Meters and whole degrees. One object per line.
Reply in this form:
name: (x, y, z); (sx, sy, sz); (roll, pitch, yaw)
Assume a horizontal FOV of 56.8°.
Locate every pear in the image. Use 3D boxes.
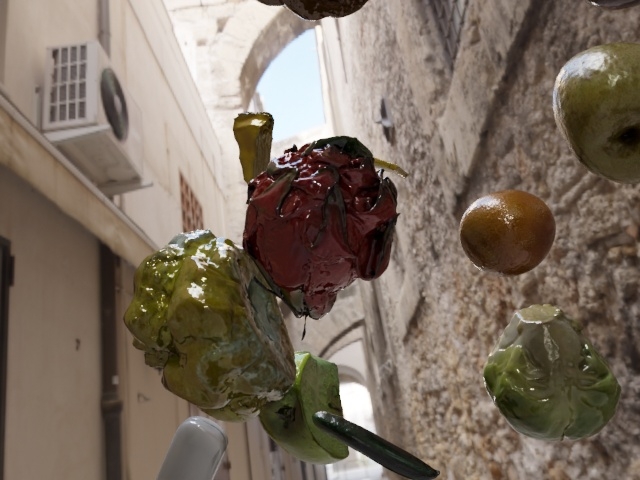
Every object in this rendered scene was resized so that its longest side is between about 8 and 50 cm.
pear: (-0.068, 0.427, 1.508); (0.177, 0.286, 0.282); (-18, -25, 20)
pear: (0.483, -0.209, 0.949); (0.188, 0.211, 0.228); (-26, -64, 34)

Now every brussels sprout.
brussels sprout: (0.521, 0.320, 1.378); (0.274, 0.316, 0.243); (-36, -5, 27)

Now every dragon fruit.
dragon fruit: (0.000, 0.000, 0.833); (0.234, 0.292, 0.234); (1, 9, 0)

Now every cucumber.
cucumber: (0.109, 0.428, 1.224); (0.285, 0.056, 0.056); (24, -16, 12)

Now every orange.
orange: (0.404, -0.017, 1.281); (0.206, 0.205, 0.206); (-8, -20, -3)

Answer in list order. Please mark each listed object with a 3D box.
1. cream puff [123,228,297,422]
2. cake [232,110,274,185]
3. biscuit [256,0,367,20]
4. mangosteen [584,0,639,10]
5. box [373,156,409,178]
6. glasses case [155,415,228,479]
cream puff: (-0.219, 0.169, 1.099); (0.276, 0.378, 0.378); (-23, -21, 5)
cake: (-0.167, -0.204, 1.335); (0.116, 0.184, 0.080); (23, 29, 25)
biscuit: (0.010, -0.543, 0.971); (0.382, 0.074, 0.358); (-9, -45, -29)
mangosteen: (0.619, -0.575, 1.167); (0.258, 0.215, 0.215); (-28, -9, -31)
box: (0.184, -0.219, 1.737); (0.149, 0.020, 0.073); (25, -1, 37)
glasses case: (-0.192, 0.339, 0.845); (0.076, 0.197, 0.049); (24, 16, 5)
